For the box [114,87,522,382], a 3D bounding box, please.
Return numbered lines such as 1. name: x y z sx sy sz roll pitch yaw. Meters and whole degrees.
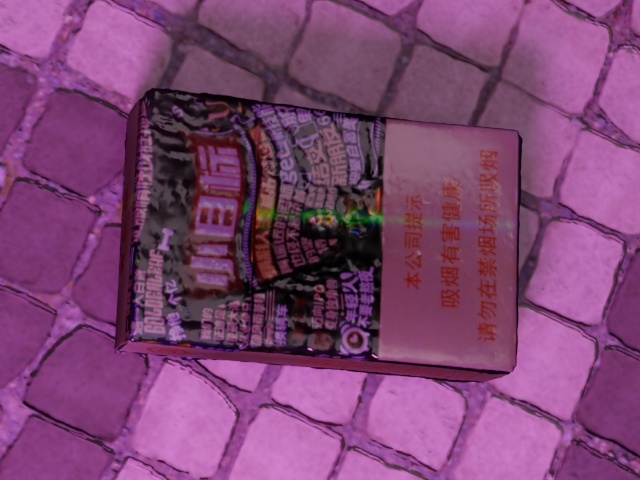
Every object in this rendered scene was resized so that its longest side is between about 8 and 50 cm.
1. box: 0.000 0.000 1.491 0.310 0.084 0.198 5 79 -14
